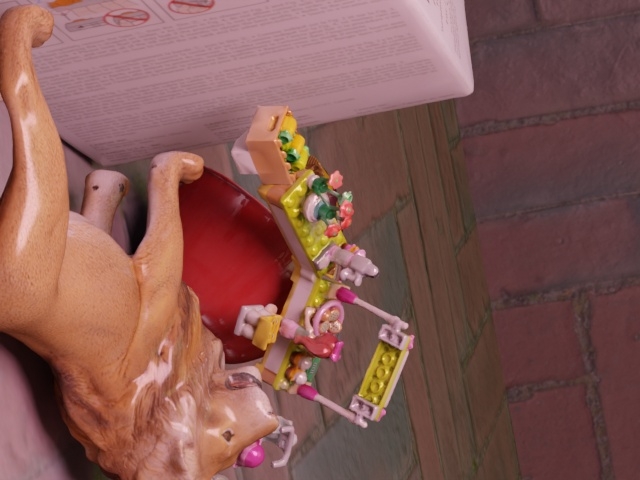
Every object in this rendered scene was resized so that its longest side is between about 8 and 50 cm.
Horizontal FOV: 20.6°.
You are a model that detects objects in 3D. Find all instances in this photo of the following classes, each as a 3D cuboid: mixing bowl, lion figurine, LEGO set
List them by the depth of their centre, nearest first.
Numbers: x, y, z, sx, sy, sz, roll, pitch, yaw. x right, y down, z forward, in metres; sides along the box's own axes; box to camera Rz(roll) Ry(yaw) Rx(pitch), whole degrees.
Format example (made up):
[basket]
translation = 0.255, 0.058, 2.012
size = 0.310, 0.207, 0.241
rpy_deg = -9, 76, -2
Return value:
[lion figurine]
translation = -0.168, 0.024, 1.158
size = 0.392, 0.142, 0.240
rpy_deg = 37, 52, -52
[LEGO set]
translation = 0.003, 0.040, 1.298
size = 0.132, 0.107, 0.287
rpy_deg = -18, 124, -44
[mixing bowl]
translation = -0.084, 0.035, 1.437
size = 0.098, 0.181, 0.181
rpy_deg = -45, 142, -17

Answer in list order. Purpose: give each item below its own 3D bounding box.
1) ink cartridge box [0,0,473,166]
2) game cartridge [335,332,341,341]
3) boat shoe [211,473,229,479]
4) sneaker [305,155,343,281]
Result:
[ink cartridge box]
translation = -0.086, -0.167, 1.187
size = 0.385, 0.308, 0.091
rpy_deg = 43, 40, -67
[game cartridge]
translation = 0.006, 0.092, 2.036
size = 0.056, 0.017, 0.083
rpy_deg = -77, 155, -66
[boat shoe]
translation = -0.098, 0.218, 1.352
size = 0.096, 0.088, 0.267
rpy_deg = 59, 26, -58
[sneaker]
translation = 0.000, 0.000, 1.954
size = 0.084, 0.069, 0.185
rpy_deg = 45, 38, -60
